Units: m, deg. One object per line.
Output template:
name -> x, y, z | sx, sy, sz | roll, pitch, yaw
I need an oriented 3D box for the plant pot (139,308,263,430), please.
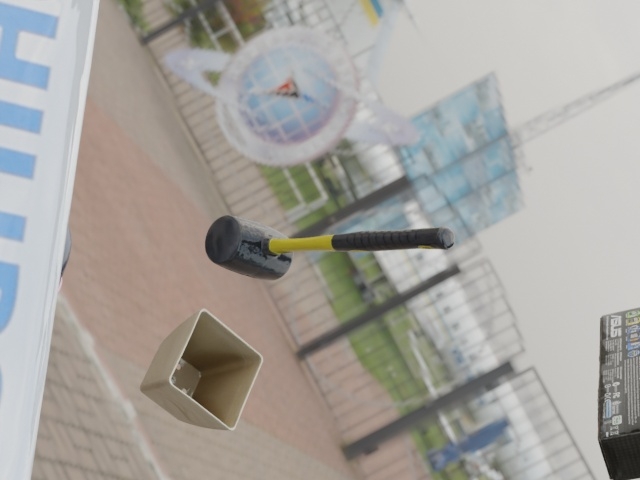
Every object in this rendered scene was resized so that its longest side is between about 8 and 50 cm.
plant pot -> -0.153, 0.163, 1.488 | 0.109, 0.096, 0.109 | 42, 52, -26

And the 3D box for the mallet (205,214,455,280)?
mallet -> 0.000, 0.000, 0.816 | 0.062, 0.189, 0.039 | 17, 75, -41

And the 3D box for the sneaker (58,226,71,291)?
sneaker -> -0.324, 0.056, 0.869 | 0.112, 0.319, 0.131 | 53, -32, 33

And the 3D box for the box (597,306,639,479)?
box -> 0.296, 0.092, 0.890 | 0.191, 0.184, 0.045 | -63, 138, -63

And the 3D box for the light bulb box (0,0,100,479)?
light bulb box -> -0.241, 0.090, 0.460 | 0.361, 0.225, 0.358 | 141, -43, -64
